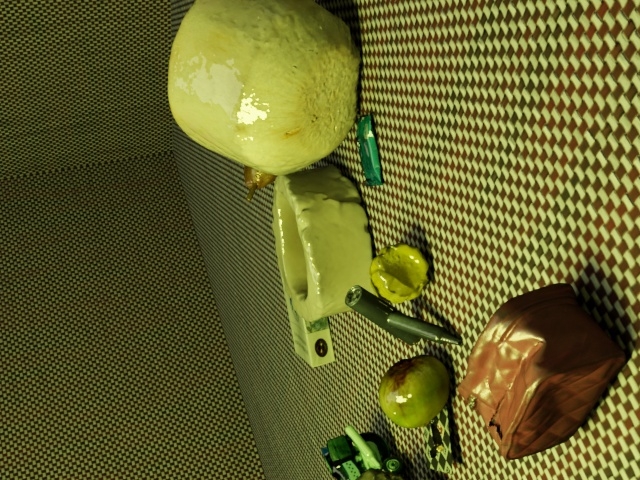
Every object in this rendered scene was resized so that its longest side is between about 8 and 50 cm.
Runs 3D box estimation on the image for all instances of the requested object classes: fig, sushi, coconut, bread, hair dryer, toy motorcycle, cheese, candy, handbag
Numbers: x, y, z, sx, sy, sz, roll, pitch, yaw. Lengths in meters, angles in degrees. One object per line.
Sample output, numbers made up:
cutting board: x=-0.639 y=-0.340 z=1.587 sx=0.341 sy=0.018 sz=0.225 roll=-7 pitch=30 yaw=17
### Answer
fig: x=0.167 y=0.268 z=1.520 sx=0.121 sy=0.136 sz=0.153 roll=54 pitch=168 yaw=19
sushi: x=0.227 y=0.363 z=1.573 sx=0.120 sy=0.026 sz=0.126 roll=153 pitch=112 yaw=-72
coconut: x=-0.120 y=-0.340 z=1.712 sx=0.415 sy=0.344 sz=0.416 roll=17 pitch=115 yaw=41
bread: x=-0.108 y=-0.232 z=1.955 sx=0.124 sy=0.084 sz=0.344 roll=-34 pitch=35 yaw=58
hair dryer: x=0.156 y=0.144 z=1.493 sx=0.194 sy=0.173 sz=0.050 roll=8 pitch=70 yaw=58
toy motorcycle: x=0.105 y=0.559 z=1.795 sx=0.125 sy=0.196 sz=0.331 roll=83 pitch=163 yaw=-53
cheese: x=0.003 y=0.000 z=1.864 sx=0.292 sy=0.153 sz=0.333 roll=-163 pitch=62 yaw=-72
candy: x=0.136 y=0.068 z=1.562 sx=0.106 sy=0.094 sz=0.199 roll=55 pitch=170 yaw=6
handbag: x=0.272 y=0.166 z=1.072 sx=0.225 sy=0.146 sz=0.135 roll=98 pitch=150 yaw=-47

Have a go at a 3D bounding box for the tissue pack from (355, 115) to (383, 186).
tissue pack: x=0.092 y=-0.174 z=1.668 sx=0.085 sy=0.027 sz=0.138 roll=-166 pitch=63 yaw=-72

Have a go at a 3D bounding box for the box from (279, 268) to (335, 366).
box: x=-0.037 y=0.191 z=2.263 sx=0.164 sy=0.069 sz=0.257 roll=-158 pitch=56 yaw=-71

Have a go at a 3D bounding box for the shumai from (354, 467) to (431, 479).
shumai: x=0.168 y=0.552 z=1.600 sx=0.189 sy=0.218 sz=0.256 roll=65 pitch=-169 yaw=-49
